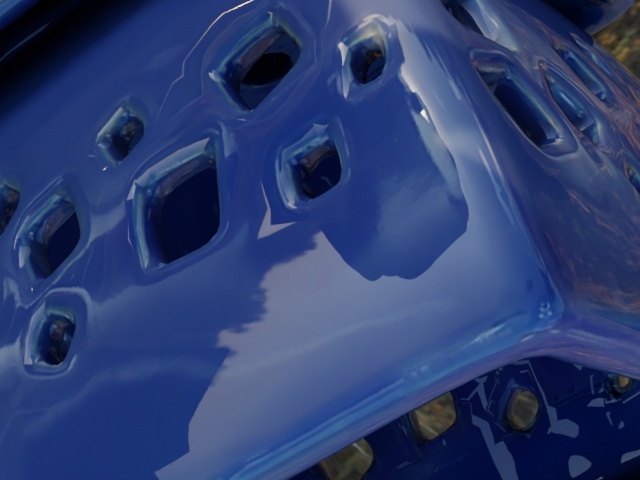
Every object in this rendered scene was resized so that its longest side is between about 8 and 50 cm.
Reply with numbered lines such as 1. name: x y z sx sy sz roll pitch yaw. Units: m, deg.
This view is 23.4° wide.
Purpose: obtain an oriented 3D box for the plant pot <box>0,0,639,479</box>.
1. plant pot: 0.000 0.000 0.496 0.236 0.236 0.212 -31 64 28
